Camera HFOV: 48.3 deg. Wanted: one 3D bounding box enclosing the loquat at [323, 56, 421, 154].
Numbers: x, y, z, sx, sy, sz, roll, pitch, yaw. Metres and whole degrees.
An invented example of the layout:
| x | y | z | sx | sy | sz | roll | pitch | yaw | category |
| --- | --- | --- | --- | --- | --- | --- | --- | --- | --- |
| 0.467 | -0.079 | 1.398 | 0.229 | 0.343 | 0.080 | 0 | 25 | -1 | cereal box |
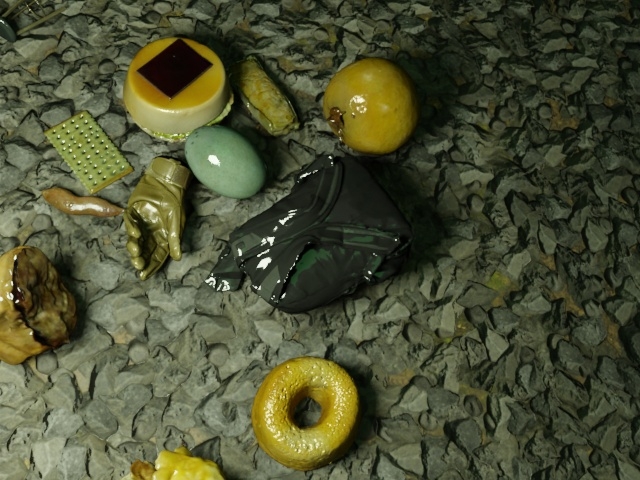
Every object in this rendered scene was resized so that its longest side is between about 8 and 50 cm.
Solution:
| x | y | z | sx | sy | sz | roll | pitch | yaw | category |
| --- | --- | --- | --- | --- | --- | --- | --- | --- | --- |
| 0.135 | -0.371 | 1.966 | 0.275 | 0.275 | 0.275 | 4 | 66 | -8 | loquat |

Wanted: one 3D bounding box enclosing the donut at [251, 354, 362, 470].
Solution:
| x | y | z | sx | sy | sz | roll | pitch | yaw | category |
| --- | --- | --- | --- | --- | --- | --- | --- | --- | --- |
| -0.025 | 0.398 | 1.684 | 0.277 | 0.108 | 0.277 | 4 | 66 | -9 | donut |

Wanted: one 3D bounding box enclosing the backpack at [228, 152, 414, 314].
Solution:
| x | y | z | sx | sy | sz | roll | pitch | yaw | category |
| --- | --- | --- | --- | --- | --- | --- | --- | --- | --- |
| 0.000 | 0.000 | 1.790 | 0.445 | 0.255 | 0.363 | -34 | 73 | -19 | backpack |

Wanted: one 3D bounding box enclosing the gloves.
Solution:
| x | y | z | sx | sy | sz | roll | pitch | yaw | category |
| --- | --- | --- | --- | --- | --- | --- | --- | --- | --- |
| -0.414 | -0.052 | 1.793 | 0.154 | 0.141 | 0.331 | 27 | 64 | -34 | gloves |

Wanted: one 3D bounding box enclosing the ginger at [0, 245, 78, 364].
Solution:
| x | y | z | sx | sy | sz | roll | pitch | yaw | category |
| --- | --- | --- | --- | --- | --- | --- | --- | --- | --- |
| -0.678 | 0.139 | 1.604 | 0.223 | 0.269 | 0.200 | -13 | 41 | 16 | ginger |

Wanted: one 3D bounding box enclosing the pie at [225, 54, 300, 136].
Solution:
| x | y | z | sx | sy | sz | roll | pitch | yaw | category |
| --- | --- | --- | --- | --- | --- | --- | --- | --- | --- |
| -0.170 | -0.421 | 2.044 | 0.128 | 0.068 | 0.282 | -29 | 70 | -21 | pie |

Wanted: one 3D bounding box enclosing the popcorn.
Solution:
| x | y | z | sx | sy | sz | roll | pitch | yaw | category |
| --- | --- | --- | --- | --- | --- | --- | --- | --- | --- |
| -0.307 | 0.563 | 1.533 | 0.253 | 0.190 | 0.191 | 29 | 34 | 15 | popcorn |

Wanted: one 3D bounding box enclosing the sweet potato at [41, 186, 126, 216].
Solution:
| x | y | z | sx | sy | sz | roll | pitch | yaw | category |
| --- | --- | --- | --- | --- | --- | --- | --- | --- | --- |
| -0.609 | -0.091 | 1.829 | 0.218 | 0.051 | 0.065 | 14 | 63 | -3 | sweet potato |

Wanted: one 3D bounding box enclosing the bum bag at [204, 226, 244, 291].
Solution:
| x | y | z | sx | sy | sz | roll | pitch | yaw | category |
| --- | --- | --- | --- | --- | --- | --- | --- | --- | --- |
| -0.222 | 0.048 | 1.837 | 0.087 | 0.049 | 0.198 | 24 | 65 | 5 | bum bag |

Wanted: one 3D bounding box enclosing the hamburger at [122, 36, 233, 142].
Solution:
| x | y | z | sx | sy | sz | roll | pitch | yaw | category |
| --- | --- | --- | --- | --- | --- | --- | --- | --- | --- |
| -0.386 | -0.401 | 1.935 | 0.300 | 0.176 | 0.300 | 3 | 67 | -7 | hamburger |

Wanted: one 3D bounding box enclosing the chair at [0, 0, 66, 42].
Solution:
| x | y | z | sx | sy | sz | roll | pitch | yaw | category |
| --- | --- | --- | --- | --- | --- | --- | --- | --- | --- |
| -0.833 | -0.634 | 2.010 | 0.095 | 0.104 | 0.221 | 48 | 64 | -7 | chair |

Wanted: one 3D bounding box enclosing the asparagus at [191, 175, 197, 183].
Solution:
| x | y | z | sx | sy | sz | roll | pitch | yaw | category |
| --- | --- | --- | --- | --- | --- | --- | --- | --- | --- |
| -0.375 | -0.142 | 1.909 | 0.233 | 0.022 | 0.023 | -36 | 121 | -24 | asparagus |

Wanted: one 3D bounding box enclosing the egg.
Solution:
| x | y | z | sx | sy | sz | roll | pitch | yaw | category |
| --- | --- | --- | --- | --- | --- | --- | --- | --- | --- |
| -0.246 | -0.206 | 1.870 | 0.236 | 0.169 | 0.169 | 37 | 63 | -21 | egg |

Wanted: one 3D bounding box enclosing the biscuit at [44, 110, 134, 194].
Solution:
| x | y | z | sx | sy | sz | roll | pitch | yaw | category |
| --- | --- | --- | --- | --- | --- | --- | --- | --- | --- |
| -0.620 | -0.241 | 1.914 | 0.139 | 0.016 | 0.231 | -35 | 76 | -20 | biscuit |
